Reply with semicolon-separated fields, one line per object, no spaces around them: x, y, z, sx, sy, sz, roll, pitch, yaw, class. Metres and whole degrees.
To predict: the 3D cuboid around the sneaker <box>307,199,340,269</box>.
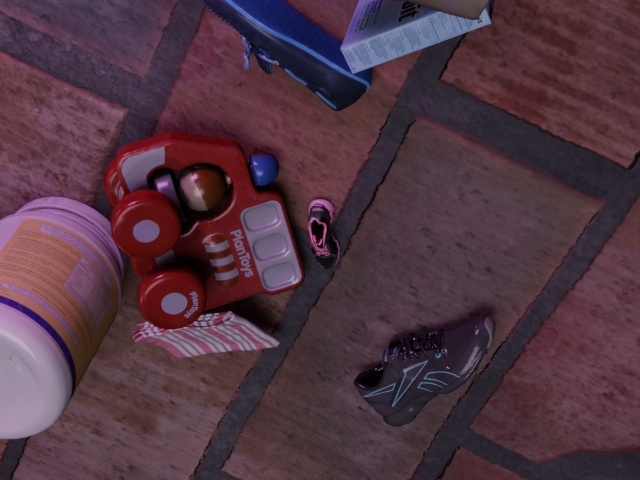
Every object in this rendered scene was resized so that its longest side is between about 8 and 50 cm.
0.000;0.000;1.728;0.047;0.057;0.119;-3;124;12;sneaker

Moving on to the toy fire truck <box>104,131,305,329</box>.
-0.171;-0.028;1.704;0.253;0.169;0.302;-18;121;-5;toy fire truck

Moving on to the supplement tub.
-0.437;0.105;1.727;0.241;0.331;0.241;6;124;9;supplement tub

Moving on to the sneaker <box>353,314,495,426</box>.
0.160;0.192;1.795;0.106;0.101;0.267;39;122;-11;sneaker

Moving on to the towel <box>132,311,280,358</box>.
-0.180;0.154;1.830;0.197;0.029;0.144;-9;156;28;towel

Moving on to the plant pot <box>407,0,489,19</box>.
0.101;-0.391;1.262;0.280;0.323;0.323;32;124;0;plant pot

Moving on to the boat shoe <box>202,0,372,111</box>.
-0.055;-0.252;1.544;0.258;0.109;0.089;35;127;-9;boat shoe

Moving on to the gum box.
0.126;-0.287;1.447;0.184;0.157;0.041;-16;119;22;gum box
